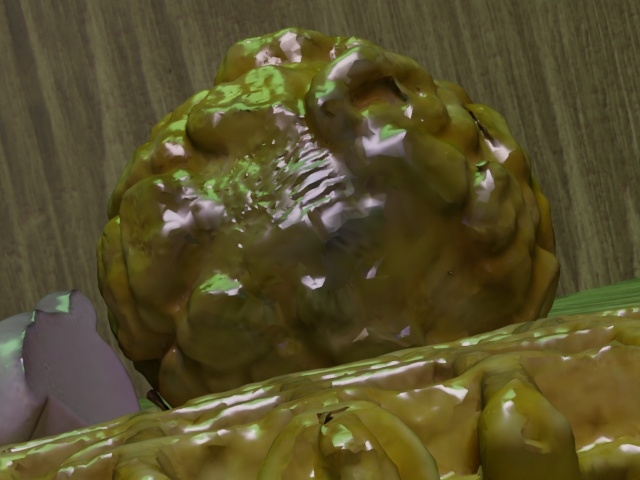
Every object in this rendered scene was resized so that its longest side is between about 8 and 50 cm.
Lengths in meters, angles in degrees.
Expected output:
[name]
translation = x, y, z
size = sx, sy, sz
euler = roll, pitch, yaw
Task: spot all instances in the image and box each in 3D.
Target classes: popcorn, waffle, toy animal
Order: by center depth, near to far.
[waffle]
translation = -0.007, 0.069, 0.550
size = 0.329, 0.062, 0.329
euler = -13, -1, 0
[toy animal]
translation = -0.196, 0.113, 1.039
size = 0.212, 0.124, 0.124
euler = -25, -7, 30
[popcorn]
translation = 0.000, 0.000, 1.053
size = 0.250, 0.250, 0.190
euler = -13, -7, -11
